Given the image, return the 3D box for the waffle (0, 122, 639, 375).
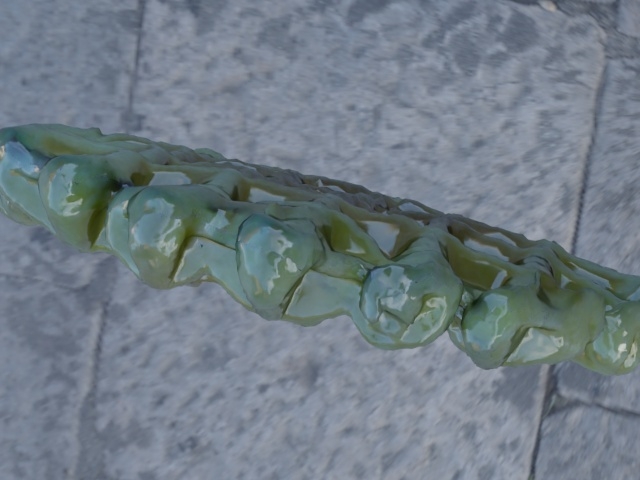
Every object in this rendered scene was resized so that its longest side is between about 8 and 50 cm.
[{"bbox_3d":[0.000,0.000,0.658,0.292,0.309,0.056,19,99,50],"label":"waffle"}]
